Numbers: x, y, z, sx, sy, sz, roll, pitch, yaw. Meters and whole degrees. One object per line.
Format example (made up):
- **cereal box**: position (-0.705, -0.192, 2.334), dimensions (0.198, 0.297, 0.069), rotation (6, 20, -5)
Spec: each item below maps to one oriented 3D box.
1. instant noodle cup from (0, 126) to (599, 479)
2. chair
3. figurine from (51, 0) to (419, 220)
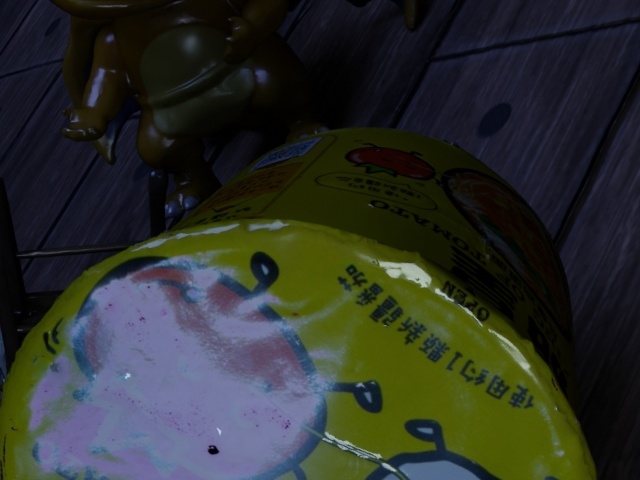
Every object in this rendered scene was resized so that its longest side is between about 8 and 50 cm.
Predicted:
- **instant noodle cup**: position (0.012, 0.090, 0.920), dimensions (0.325, 0.325, 0.254), rotation (-35, 11, 26)
- **chair**: position (-0.212, 0.109, 1.421), dimensions (0.186, 0.319, 0.160), rotation (-3, 33, -8)
- **figurine**: position (-0.164, -0.228, 1.501), dimensions (0.401, 0.387, 0.268), rotation (-21, 15, 37)
